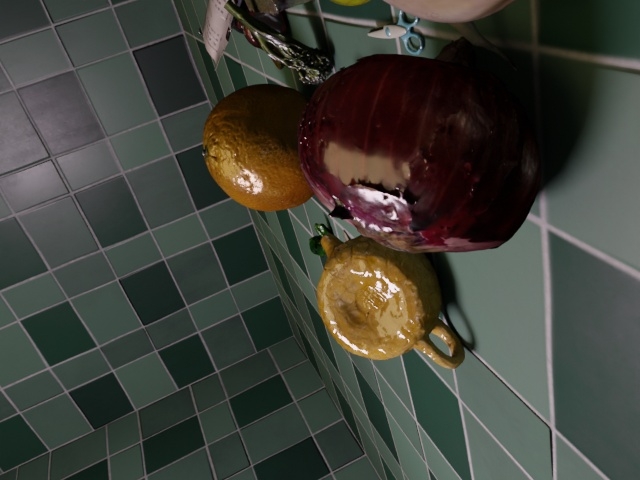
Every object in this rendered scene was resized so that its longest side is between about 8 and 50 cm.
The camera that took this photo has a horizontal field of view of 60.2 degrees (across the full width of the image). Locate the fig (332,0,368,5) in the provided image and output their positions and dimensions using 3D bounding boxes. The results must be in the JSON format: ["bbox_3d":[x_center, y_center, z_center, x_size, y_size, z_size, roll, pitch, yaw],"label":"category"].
[{"bbox_3d":[0.061,-0.300,0.606,0.166,0.093,0.093,30,146,39],"label":"fig"}]

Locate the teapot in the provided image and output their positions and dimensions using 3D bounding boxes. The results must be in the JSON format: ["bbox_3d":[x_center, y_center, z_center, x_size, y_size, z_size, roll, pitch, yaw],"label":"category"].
[{"bbox_3d":[0.116,0.091,0.922,0.311,0.167,0.203,39,116,14],"label":"teapot"}]

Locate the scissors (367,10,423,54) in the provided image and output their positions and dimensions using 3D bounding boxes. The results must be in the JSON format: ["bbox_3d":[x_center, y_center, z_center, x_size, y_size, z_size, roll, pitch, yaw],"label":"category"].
[{"bbox_3d":[0.090,-0.258,0.683,0.119,0.014,0.058,36,146,61],"label":"scissors"}]

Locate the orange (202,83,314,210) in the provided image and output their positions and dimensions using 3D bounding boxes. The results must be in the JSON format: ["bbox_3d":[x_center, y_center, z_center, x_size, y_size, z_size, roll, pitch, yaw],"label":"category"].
[{"bbox_3d":[-0.106,-0.182,1.096,0.264,0.264,0.264,61,167,25],"label":"orange"}]

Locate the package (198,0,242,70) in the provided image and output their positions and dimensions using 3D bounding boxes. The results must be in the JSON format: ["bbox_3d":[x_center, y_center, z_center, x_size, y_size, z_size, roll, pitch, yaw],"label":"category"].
[{"bbox_3d":[-0.198,-0.505,1.102,0.204,0.062,0.251,136,134,-62],"label":"package"}]

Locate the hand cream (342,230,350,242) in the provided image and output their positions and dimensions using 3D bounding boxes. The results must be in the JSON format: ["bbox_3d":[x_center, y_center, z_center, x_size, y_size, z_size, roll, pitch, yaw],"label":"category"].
[{"bbox_3d":[0.083,0.048,1.272,0.057,0.037,0.165,80,169,-49],"label":"hand cream"}]

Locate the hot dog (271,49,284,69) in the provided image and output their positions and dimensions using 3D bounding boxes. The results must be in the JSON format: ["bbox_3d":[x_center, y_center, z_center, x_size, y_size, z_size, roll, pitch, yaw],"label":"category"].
[{"bbox_3d":[-0.094,-0.402,1.193,0.083,0.021,0.037,61,156,29],"label":"hot dog"}]

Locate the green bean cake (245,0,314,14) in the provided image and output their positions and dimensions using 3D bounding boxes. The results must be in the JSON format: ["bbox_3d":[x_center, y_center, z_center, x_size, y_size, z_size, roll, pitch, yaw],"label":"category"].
[{"bbox_3d":[-0.080,-0.454,0.855,0.181,0.094,0.173,48,159,57],"label":"green bean cake"}]

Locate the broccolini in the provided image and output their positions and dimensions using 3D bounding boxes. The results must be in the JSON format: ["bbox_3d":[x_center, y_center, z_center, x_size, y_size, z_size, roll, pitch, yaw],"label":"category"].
[{"bbox_3d":[-0.073,-0.323,0.920,0.068,0.202,0.091,-60,9,26],"label":"broccolini"}]

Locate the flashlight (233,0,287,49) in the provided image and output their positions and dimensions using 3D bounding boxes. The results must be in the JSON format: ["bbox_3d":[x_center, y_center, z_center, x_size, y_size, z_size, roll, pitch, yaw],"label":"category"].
[{"bbox_3d":[-0.142,-0.455,1.142,0.232,0.092,0.093,49,159,55],"label":"flashlight"}]

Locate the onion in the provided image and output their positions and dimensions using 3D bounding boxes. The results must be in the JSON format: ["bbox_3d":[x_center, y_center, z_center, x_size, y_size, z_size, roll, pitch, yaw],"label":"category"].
[{"bbox_3d":[0.104,-0.094,0.544,0.252,0.219,0.252,27,178,1],"label":"onion"}]

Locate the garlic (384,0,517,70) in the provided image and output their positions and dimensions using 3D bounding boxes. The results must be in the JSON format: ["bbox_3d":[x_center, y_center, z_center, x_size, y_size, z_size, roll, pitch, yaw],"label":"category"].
[{"bbox_3d":[0.107,-0.261,0.329,0.245,0.232,0.340,23,-173,-3],"label":"garlic"}]

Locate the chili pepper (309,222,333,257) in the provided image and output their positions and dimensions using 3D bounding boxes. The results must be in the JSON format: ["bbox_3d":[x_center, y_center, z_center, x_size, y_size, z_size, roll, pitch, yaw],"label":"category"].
[{"bbox_3d":[0.002,0.005,1.474,0.182,0.050,0.073,122,130,-73],"label":"chili pepper"}]
